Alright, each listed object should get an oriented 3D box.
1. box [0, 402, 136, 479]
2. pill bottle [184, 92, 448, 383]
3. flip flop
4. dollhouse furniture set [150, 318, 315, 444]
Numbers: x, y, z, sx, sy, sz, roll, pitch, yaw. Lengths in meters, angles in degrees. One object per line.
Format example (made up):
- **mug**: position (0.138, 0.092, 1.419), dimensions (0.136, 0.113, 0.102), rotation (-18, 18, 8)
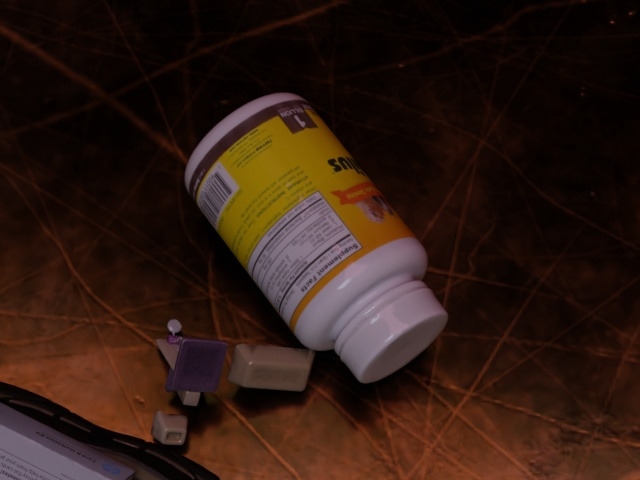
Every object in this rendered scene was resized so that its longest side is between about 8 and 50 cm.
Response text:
- **box**: position (-0.228, 0.213, 1.373), dimensions (0.145, 0.038, 0.186), rotation (26, 106, 10)
- **pill bottle**: position (0.000, 0.000, 1.484), dimensions (0.117, 0.117, 0.215), rotation (-33, 71, -14)
- **flip flop**: position (-0.157, 0.182, 1.416), dimensions (0.277, 0.112, 0.080), rotation (23, 93, 6)
- **dollhouse furniture set**: position (-0.071, 0.102, 1.497), dimensions (0.114, 0.091, 0.081), rotation (6, 21, -22)
